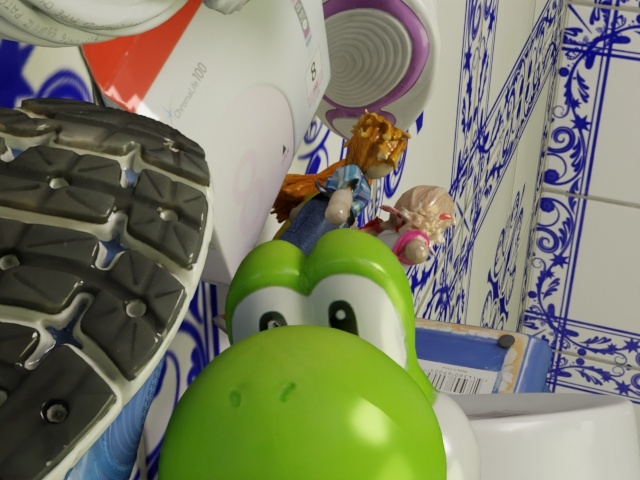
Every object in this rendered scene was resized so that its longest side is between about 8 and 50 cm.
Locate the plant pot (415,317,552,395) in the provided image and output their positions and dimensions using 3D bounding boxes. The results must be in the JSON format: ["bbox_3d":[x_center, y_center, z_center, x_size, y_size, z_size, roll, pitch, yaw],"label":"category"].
[{"bbox_3d":[0.138,0.222,1.190,0.236,0.235,0.212,-59,150,-47],"label":"plant pot"}]

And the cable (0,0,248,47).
[{"bbox_3d":[-0.091,-0.198,0.376,0.257,0.089,0.257,-43,140,-63],"label":"cable"}]

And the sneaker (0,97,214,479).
[{"bbox_3d":[-0.135,0.093,0.418,0.147,0.129,0.330,100,11,-68],"label":"sneaker"}]

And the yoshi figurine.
[{"bbox_3d":[0.013,0.179,0.449,0.203,0.203,0.362,-7,-84,68],"label":"yoshi figurine"}]

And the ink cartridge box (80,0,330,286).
[{"bbox_3d":[-0.056,-0.115,0.613,0.232,0.066,0.189,86,22,-53],"label":"ink cartridge box"}]

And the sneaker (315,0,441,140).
[{"bbox_3d":[0.051,-0.214,0.789,0.152,0.114,0.305,-56,153,-50],"label":"sneaker"}]

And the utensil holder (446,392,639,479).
[{"bbox_3d":[0.069,0.305,0.728,0.327,0.327,0.386,14,72,-74],"label":"utensil holder"}]

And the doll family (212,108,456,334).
[{"bbox_3d":[0.000,0.000,0.707,0.163,0.118,0.263,-53,180,-10],"label":"doll family"}]
